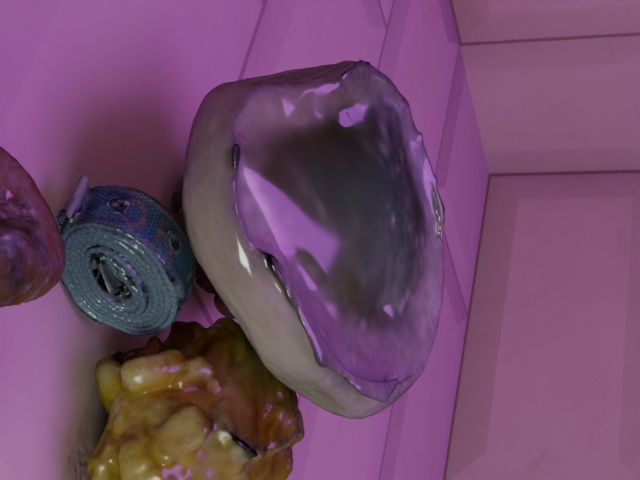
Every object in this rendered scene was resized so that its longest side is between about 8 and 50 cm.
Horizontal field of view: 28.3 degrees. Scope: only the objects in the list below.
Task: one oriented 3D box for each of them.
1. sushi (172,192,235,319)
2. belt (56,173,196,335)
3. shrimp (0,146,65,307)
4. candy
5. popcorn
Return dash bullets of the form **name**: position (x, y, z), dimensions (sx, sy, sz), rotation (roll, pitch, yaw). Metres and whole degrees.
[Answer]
- **sushi**: position (-0.081, -0.001, 1.668), dimensions (0.270, 0.170, 0.237), rotation (20, 70, -68)
- **belt**: position (-0.204, 0.019, 1.343), dimensions (0.163, 0.147, 0.082), rotation (109, -3, -47)
- **shrimp**: position (-0.308, -0.019, 1.095), dimensions (0.168, 0.077, 0.317), rotation (63, 11, 4)
- **candy**: position (0.000, 0.000, 1.444), dimensions (0.386, 0.186, 0.427), rotation (-44, 115, -49)
- **popcorn**: position (-0.141, 0.212, 1.420), dimensions (0.286, 0.215, 0.252), rotation (-20, 114, -67)
